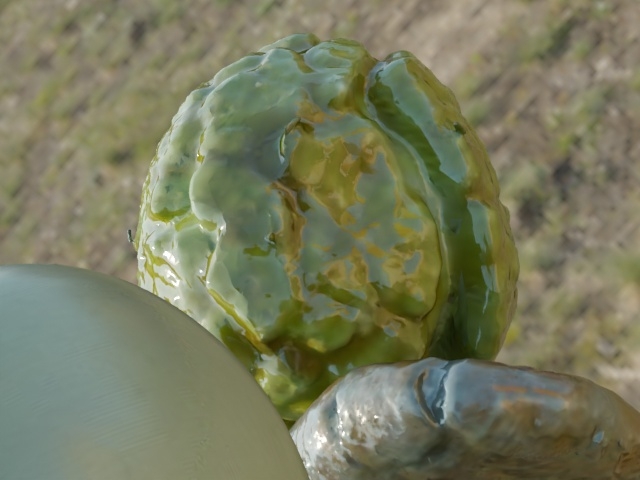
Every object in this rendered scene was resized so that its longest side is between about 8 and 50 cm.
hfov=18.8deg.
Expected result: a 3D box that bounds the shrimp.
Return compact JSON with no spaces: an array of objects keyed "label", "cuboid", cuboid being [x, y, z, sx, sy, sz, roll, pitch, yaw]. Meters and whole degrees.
[{"label":"shrimp","cuboid":[0.057,0.169,1.237,0.445,0.221,0.110,135,142,-57]}]

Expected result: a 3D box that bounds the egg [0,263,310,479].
[{"label":"egg","cuboid":[-0.087,0.133,0.667,0.188,0.254,0.188,-17,-9,-3]}]

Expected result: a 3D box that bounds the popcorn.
[{"label":"popcorn","cuboid":[0.000,-0.007,1.331,0.282,0.282,0.247,-51,6,-3]}]
